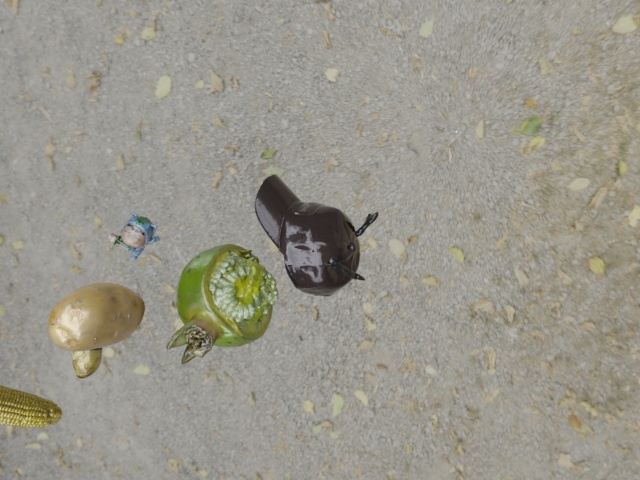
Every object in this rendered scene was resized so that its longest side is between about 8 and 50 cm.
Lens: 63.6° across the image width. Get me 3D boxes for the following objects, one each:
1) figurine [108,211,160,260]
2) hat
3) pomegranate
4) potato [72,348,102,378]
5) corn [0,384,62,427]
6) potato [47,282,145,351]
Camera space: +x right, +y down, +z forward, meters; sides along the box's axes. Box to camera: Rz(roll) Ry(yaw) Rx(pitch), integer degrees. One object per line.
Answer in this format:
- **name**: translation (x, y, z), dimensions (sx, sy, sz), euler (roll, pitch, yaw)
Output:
- **figurine**: translation (-0.633, 0.001, 1.744), dimensions (0.114, 0.144, 0.178), euler (41, 132, 8)
- **hat**: translation (0.010, -0.027, 1.212), dimensions (0.209, 0.238, 0.336), euler (-21, 104, 27)
- **pomegranate**: translation (-0.249, 0.159, 1.272), dimensions (0.260, 0.341, 0.260), euler (15, 126, 22)
- **potato**: translation (-0.759, 0.402, 1.703), dimensions (0.066, 0.096, 0.103), euler (-3, 91, 26)
- **corn**: translation (-1.105, 0.598, 1.851), dimensions (0.130, 0.130, 0.347), euler (-42, 132, 19)
- **potato**: translation (-0.383, 0.129, 0.889), dimensions (0.118, 0.178, 0.109), euler (-24, 83, 17)
